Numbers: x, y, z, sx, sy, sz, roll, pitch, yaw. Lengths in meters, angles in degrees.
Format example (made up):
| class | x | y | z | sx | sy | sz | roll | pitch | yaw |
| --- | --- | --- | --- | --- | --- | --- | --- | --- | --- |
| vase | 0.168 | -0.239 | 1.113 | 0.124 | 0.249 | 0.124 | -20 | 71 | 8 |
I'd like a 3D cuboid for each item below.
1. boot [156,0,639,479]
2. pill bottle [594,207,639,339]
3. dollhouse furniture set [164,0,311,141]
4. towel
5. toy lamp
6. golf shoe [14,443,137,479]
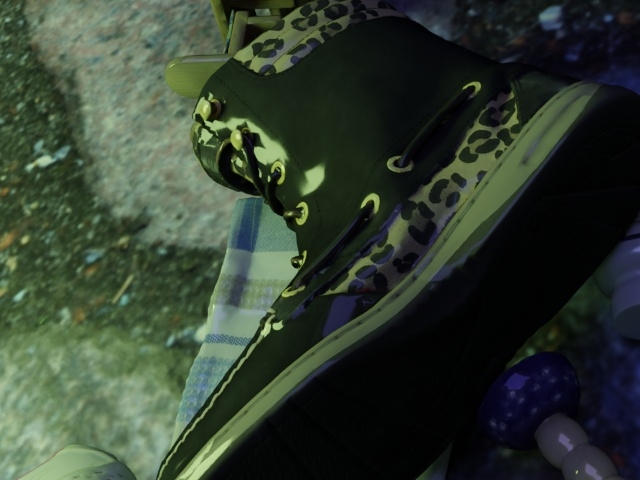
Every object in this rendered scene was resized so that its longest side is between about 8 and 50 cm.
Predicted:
| class | x | y | z | sx | sy | sz | roll | pitch | yaw |
| --- | --- | --- | --- | --- | --- | --- | --- | --- | --- |
| boot | 0.000 | 0.000 | 0.757 | 0.377 | 0.138 | 0.284 | -47 | 45 | -1 |
| pill bottle | 0.208 | 0.001 | 0.737 | 0.067 | 0.067 | 0.120 | -10 | 53 | 20 |
| dollhouse furniture set | -0.100 | -0.217 | 0.922 | 0.161 | 0.242 | 0.212 | 0 | 57 | 11 |
| towel | 0.000 | 0.082 | 0.804 | 0.209 | 0.034 | 0.285 | -1 | 57 | 24 |
| toy lamp | 0.188 | 0.177 | 0.618 | 0.080 | 0.080 | 0.275 | -37 | 46 | -2 |
| golf shoe | -0.234 | 0.256 | 0.763 | 0.306 | 0.115 | 0.140 | -37 | 25 | 1 |
